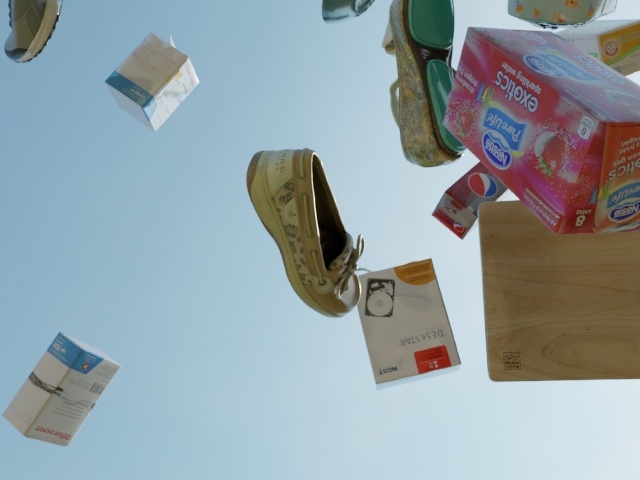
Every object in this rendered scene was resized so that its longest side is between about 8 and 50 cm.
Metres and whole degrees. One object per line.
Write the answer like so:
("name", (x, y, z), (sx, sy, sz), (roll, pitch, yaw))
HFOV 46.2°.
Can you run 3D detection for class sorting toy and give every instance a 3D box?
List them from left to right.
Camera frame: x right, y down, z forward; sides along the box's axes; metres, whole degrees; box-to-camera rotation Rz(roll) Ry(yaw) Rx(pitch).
("sorting toy", (0.361, 0.072, 1.077), (0.257, 0.256, 0.089), (-3, -13, 7))

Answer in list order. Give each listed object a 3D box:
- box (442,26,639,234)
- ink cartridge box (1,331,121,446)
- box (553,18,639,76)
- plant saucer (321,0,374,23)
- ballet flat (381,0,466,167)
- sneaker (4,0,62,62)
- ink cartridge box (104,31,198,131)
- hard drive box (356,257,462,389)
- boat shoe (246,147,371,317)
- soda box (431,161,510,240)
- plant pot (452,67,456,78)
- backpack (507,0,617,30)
("box", (0.252, -0.127, 0.815), (0.122, 0.257, 0.128), (-4, -54, -21))
("ink cartridge box", (-0.504, 0.294, 1.476), (0.191, 0.082, 0.139), (-56, -28, -10))
("box", (0.591, -0.406, 1.605), (0.114, 0.203, 0.103), (-20, -72, -7))
("plant saucer", (0.040, -0.225, 0.601), (0.021, 0.119, 0.119), (30, -68, 8))
("ballet flat", (0.153, -0.283, 1.191), (0.123, 0.123, 0.349), (-3, -99, -21))
("sneaker", (-0.446, -0.385, 1.157), (0.108, 0.100, 0.271), (18, -40, -28))
("ink cartridge box", (-0.290, -0.286, 1.327), (0.143, 0.090, 0.092), (-52, -14, -14))
("hard drive box", (0.175, 0.174, 1.567), (0.181, 0.232, 0.089), (-14, -20, 1))
("boat shoe", (0.000, 0.000, 0.986), (0.089, 0.105, 0.285), (-7, -45, 26))
("soda box", (0.356, -0.116, 1.615), (0.263, 0.092, 0.083), (-38, -18, -34))
("plant pot", (0.243, -0.309, 1.522), (0.083, 0.083, 0.079), (26, -58, -34))
("backpack", (0.402, -0.428, 1.250), (0.188, 0.165, 0.144), (-39, -42, -39))
